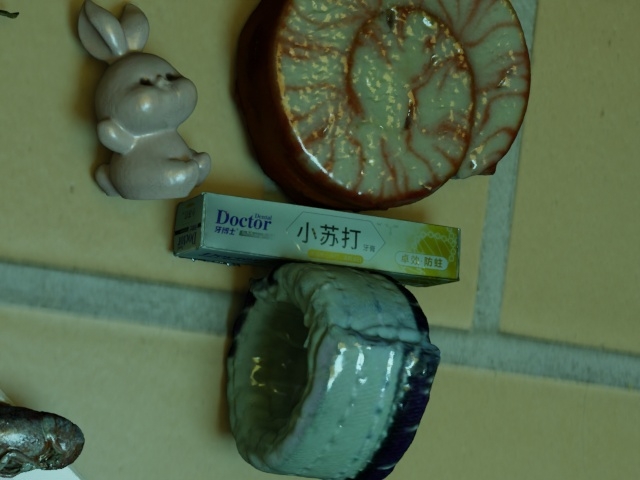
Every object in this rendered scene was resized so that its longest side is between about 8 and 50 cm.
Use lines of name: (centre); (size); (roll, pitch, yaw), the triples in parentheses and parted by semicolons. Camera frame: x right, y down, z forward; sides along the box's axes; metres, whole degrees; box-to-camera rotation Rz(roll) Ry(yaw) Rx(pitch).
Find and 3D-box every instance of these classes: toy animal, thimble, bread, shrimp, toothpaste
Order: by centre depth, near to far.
shrimp: (-0.315, 0.190, 1.310); (0.190, 0.075, 0.073); (1, 108, -32)
toy animal: (-0.181, -0.146, 1.420); (0.124, 0.124, 0.212); (-16, 100, -26)
thimble: (0.009, 0.134, 1.443); (0.150, 0.237, 0.237); (9, 85, -28)
toothpaste: (0.000, 0.000, 1.518); (0.313, 0.089, 0.071); (8, 80, -26)
bread: (0.068, -0.185, 1.543); (0.327, 0.114, 0.295); (-18, 97, -24)

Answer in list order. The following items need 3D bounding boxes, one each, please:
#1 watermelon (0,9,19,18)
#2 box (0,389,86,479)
watermelon: (-0.396, -0.310, 1.310); (0.204, 0.127, 0.232); (-13, 97, -21)
box: (-0.337, 0.280, 1.367); (0.214, 0.069, 0.353); (-45, 109, -20)
